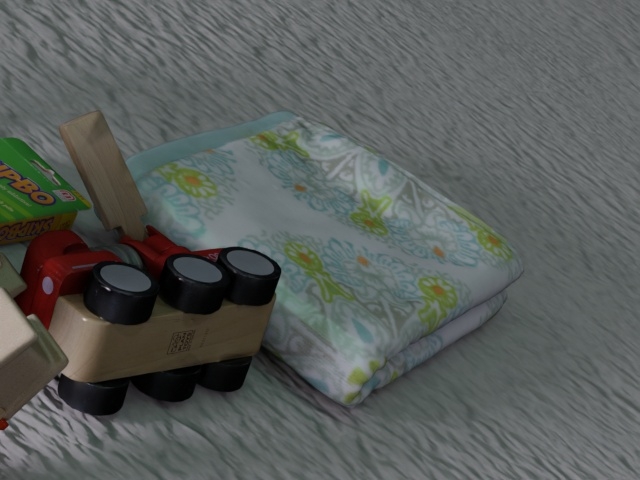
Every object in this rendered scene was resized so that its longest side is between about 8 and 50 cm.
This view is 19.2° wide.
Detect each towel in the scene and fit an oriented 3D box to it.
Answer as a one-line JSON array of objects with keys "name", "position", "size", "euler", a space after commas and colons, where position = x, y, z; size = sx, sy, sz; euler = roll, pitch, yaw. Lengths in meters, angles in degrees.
[{"name": "towel", "position": [0.000, 0.000, 1.865], "size": [0.320, 0.090, 0.374], "euler": [34, 28, 19]}]

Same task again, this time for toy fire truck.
[{"name": "toy fire truck", "position": [-0.182, 0.011, 1.638], "size": [0.217, 0.158, 0.246], "euler": [-7, 34, -46]}]

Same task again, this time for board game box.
[{"name": "board game box", "position": [-0.338, -0.040, 1.712], "size": [0.124, 0.039, 0.259], "euler": [41, 34, 28]}]

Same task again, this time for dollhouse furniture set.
[{"name": "dollhouse furniture set", "position": [-0.321, 0.032, 1.426], "size": [0.259, 0.135, 0.262], "euler": [50, -3, 23]}]
